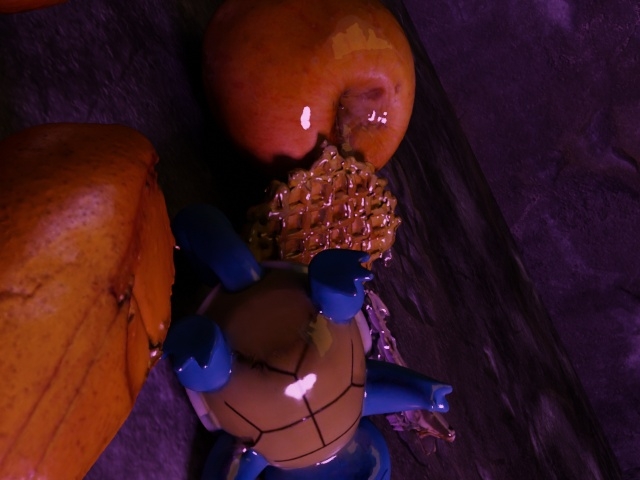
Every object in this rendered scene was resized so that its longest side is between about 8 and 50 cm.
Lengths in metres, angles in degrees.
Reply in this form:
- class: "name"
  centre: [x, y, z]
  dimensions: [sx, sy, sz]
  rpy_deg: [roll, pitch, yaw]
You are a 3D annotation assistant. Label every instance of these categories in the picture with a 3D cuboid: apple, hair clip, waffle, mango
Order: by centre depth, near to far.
- class: "mango"
  centre: [-0.216, 0.067, 0.577]
  dimensions: [0.199, 0.201, 0.350]
  rpy_deg: [21, 49, -10]
- class: "waffle"
  centre: [-0.001, -0.001, 1.051]
  dimensions: [0.052, 0.245, 0.254]
  rpy_deg: [35, 0, 45]
- class: "apple"
  centre: [-0.026, -0.224, 1.105]
  dimensions: [0.275, 0.299, 0.299]
  rpy_deg: [29, -6, 41]
- class: "hair clip"
  centre: [0.127, 0.217, 1.295]
  dimensions: [0.106, 0.085, 0.292]
  rpy_deg: [-15, 78, -62]

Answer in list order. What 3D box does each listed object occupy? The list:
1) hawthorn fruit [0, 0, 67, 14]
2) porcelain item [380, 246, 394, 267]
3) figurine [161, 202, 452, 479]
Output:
- class: "hawthorn fruit"
  centre: [-0.259, -0.389, 0.608]
  dimensions: [0.403, 0.403, 0.402]
  rpy_deg: [47, 31, -40]
- class: "porcelain item"
  centre: [0.093, -0.051, 1.476]
  dimensions: [0.081, 0.069, 0.215]
  rpy_deg: [-28, 100, -71]
- class: "figurine"
  centre: [-0.049, 0.144, 0.840]
  dimensions: [0.416, 0.298, 0.243]
  rpy_deg: [63, -21, -2]
